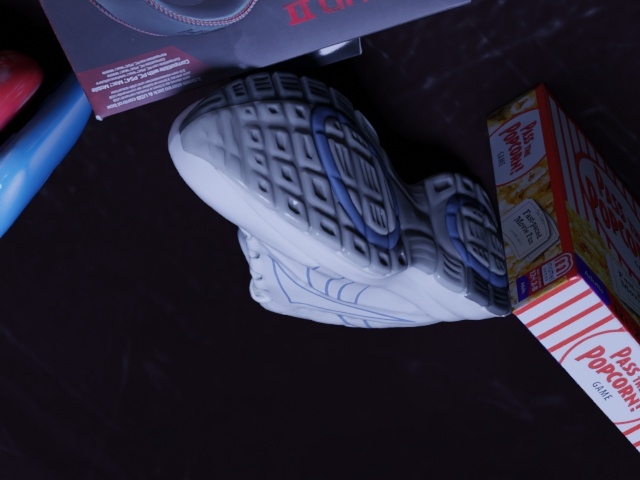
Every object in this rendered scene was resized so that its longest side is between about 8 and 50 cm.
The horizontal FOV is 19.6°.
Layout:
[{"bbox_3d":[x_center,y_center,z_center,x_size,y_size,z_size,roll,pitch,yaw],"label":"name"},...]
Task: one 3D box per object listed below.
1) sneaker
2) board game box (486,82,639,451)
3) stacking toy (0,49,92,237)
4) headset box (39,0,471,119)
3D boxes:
[{"bbox_3d":[0.000,0.000,1.068,0.129,0.111,0.297,-21,150,25],"label":"sneaker"},{"bbox_3d":[0.160,0.018,1.076,0.045,0.193,0.147,-32,121,21],"label":"board game box"},{"bbox_3d":[-0.287,-0.110,1.031,0.302,0.166,0.175,44,120,-11],"label":"stacking toy"},{"bbox_3d":[-0.058,-0.210,0.960,0.218,0.110,0.293,-16,125,10],"label":"headset box"}]
